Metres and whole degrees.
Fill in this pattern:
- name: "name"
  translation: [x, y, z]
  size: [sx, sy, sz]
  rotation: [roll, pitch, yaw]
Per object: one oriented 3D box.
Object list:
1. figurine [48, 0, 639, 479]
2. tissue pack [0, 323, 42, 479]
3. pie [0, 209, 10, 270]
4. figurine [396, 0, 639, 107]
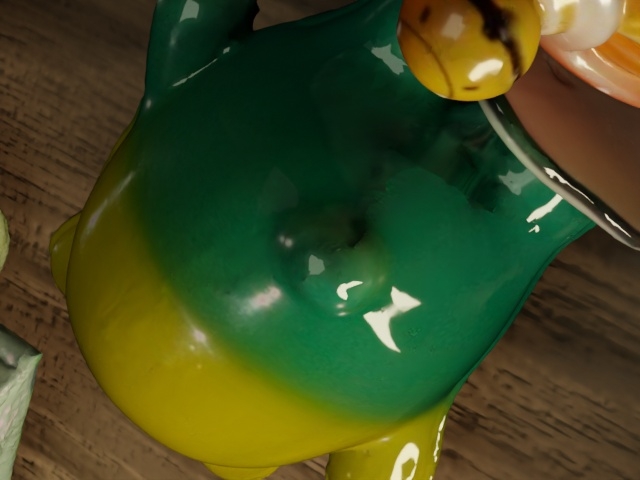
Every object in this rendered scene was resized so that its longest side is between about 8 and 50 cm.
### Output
- name: "figurine"
  translation: [0.000, 0.000, 0.728]
  size: [0.340, 0.231, 0.324]
  rotation: [-38, 97, 32]
- name: "tissue pack"
  translation: [-0.369, 0.093, 0.968]
  size: [0.310, 0.128, 0.228]
  rotation: [32, 133, 8]
- name: "pie"
  translation: [-0.337, -0.034, 1.011]
  size: [0.248, 0.090, 0.201]
  rotation: [21, 123, 26]
- name: "figurine"
  translation: [0.139, -0.186, 0.564]
  size: [0.323, 0.196, 0.320]
  rotation: [35, 88, -16]
